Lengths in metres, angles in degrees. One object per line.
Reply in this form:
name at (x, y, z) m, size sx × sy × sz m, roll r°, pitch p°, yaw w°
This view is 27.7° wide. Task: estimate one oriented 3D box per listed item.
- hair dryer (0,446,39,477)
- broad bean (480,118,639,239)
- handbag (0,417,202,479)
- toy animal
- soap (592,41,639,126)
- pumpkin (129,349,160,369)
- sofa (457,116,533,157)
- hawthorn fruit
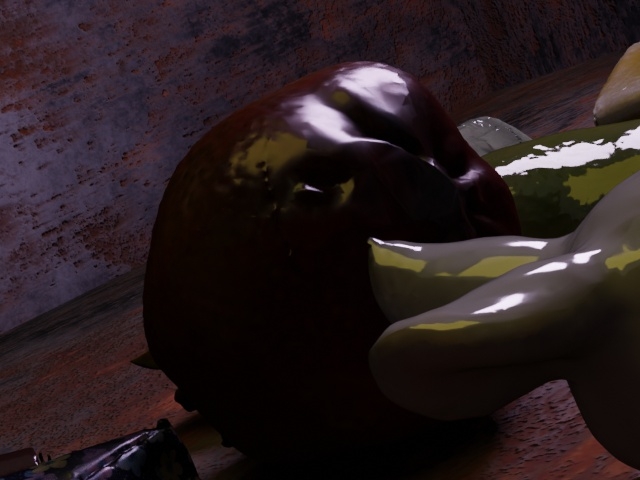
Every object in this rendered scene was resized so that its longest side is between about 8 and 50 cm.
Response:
hair dryer at (-0.431, 0.275, 1.167) m, size 0.313 × 0.123 × 0.340 m, roll -14°, pitch -9°, yaw -31°
broad bean at (0.223, -0.024, 1.145) m, size 0.263 × 0.121 × 0.189 m, roll -13°, pitch 41°, yaw 6°
handbag at (-0.186, 0.201, 0.748) m, size 0.208 × 0.126 × 0.229 m, roll -25°, pitch 5°, yaw 39°
toy animal at (0.204, 0.001, 0.582) m, size 0.368 × 0.241 × 0.196 m, roll -21°, pitch 6°, yaw 6°
soap at (0.476, -0.170, 1.335) m, size 0.335 × 0.156 × 0.293 m, roll -20°, pitch 16°, yaw 32°
pumpkin at (-0.041, 0.090, 1.191) m, size 0.248 × 0.126 × 0.131 m, roll -38°, pitch -9°, yaw 35°
sofa at (0.143, 0.008, 1.360) m, size 0.225 × 0.176 × 0.210 m, roll -52°, pitch -11°, yaw 34°
hawthorn fruit at (0.009, 0.022, 0.953) m, size 0.295 × 0.295 × 0.311 m, roll -25°, pitch -11°, yaw -18°
